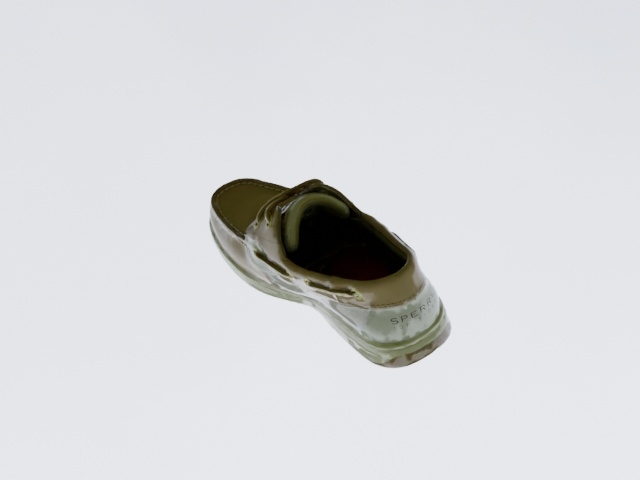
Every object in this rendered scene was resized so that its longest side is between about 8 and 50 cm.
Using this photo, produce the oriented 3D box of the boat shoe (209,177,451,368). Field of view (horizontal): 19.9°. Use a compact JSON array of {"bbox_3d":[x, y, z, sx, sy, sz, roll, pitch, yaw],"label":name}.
[{"bbox_3d":[0.000,0.000,0.715,0.050,0.045,0.135,-35,-139,-24],"label":"boat shoe"}]
